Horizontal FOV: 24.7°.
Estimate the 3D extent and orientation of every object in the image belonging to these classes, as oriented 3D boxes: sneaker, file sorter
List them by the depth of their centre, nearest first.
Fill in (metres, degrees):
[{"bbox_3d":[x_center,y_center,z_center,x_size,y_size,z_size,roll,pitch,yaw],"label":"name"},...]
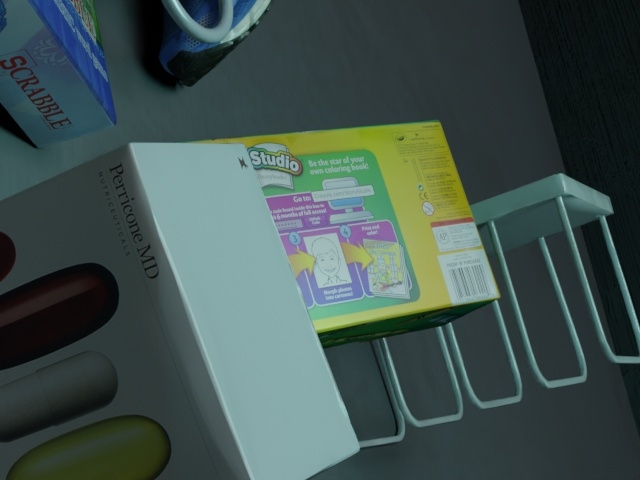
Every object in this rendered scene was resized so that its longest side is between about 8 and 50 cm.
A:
[{"bbox_3d":[-0.122,-0.282,1.323,0.147,0.130,0.330,25,49,-29],"label":"sneaker"},{"bbox_3d":[0.144,0.072,1.366,0.193,0.278,0.173,10,62,-66],"label":"file sorter"}]

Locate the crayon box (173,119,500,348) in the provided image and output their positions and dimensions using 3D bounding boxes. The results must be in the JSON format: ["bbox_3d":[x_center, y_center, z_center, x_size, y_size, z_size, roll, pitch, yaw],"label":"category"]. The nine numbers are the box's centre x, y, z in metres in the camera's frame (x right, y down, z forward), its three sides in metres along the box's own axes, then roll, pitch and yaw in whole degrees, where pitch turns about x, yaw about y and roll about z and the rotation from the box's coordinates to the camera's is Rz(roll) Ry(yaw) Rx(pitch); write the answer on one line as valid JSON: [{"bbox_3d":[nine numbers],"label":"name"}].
[{"bbox_3d":[0.000,0.000,1.177,0.278,0.081,0.165,-8,75,-38],"label":"crayon box"}]

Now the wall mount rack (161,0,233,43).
[{"bbox_3d":[-0.125,-0.315,1.091,0.350,0.130,0.304,64,25,-13],"label":"wall mount rack"}]

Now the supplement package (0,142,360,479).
[{"bbox_3d":[-0.122,0.071,0.799,0.194,0.203,0.149,69,20,5],"label":"supplement package"}]

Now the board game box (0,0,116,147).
[{"bbox_3d":[-0.231,-0.267,0.947,0.318,0.066,0.318,66,9,-69],"label":"board game box"}]
